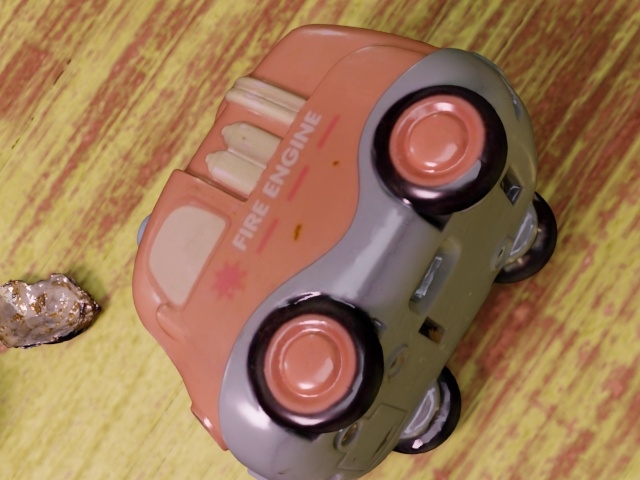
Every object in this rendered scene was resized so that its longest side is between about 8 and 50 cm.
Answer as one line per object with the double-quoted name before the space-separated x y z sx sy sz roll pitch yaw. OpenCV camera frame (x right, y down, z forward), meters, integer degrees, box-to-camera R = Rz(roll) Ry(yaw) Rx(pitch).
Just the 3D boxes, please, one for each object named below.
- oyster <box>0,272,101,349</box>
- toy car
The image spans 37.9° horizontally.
"oyster" -0.197 0.052 0.673 0.083 0.019 0.054 -7 77 15
"toy car" 0.000 0.000 0.560 0.212 0.180 0.270 28 87 27
